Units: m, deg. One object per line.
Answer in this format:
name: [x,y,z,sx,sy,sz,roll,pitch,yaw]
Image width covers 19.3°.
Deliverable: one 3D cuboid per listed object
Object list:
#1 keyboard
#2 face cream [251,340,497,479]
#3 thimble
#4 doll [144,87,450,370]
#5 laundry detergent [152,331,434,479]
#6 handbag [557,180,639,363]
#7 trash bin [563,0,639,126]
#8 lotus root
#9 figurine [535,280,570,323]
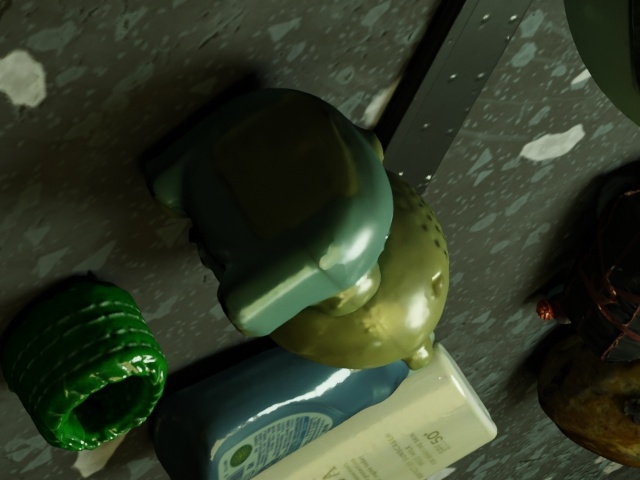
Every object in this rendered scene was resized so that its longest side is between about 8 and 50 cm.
keyboard: [0.099,-0.126,1.492,0.101,0.018,0.309,-20,152,-36]
face cream: [0.001,0.235,1.896,0.348,0.081,0.173,-31,140,4]
thimble: [-0.179,0.099,1.440,0.118,0.090,0.130,-33,155,0]
doll: [0.000,0.000,1.402,0.161,0.177,0.260,-37,152,3]
laundry detergent: [-0.014,0.133,1.740,0.290,0.094,0.143,-28,151,-27]
handbag: [0.354,0.021,1.942,0.169,0.155,0.215,-19,151,-25]
trash bin: [0.375,-0.203,1.420,0.280,0.280,0.432,-49,157,26]
lotus root: [0.389,0.161,2.154,0.291,0.193,0.193,0,-176,41]
figurine: [0.274,0.069,2.065,0.060,0.047,0.106,-20,170,18]
